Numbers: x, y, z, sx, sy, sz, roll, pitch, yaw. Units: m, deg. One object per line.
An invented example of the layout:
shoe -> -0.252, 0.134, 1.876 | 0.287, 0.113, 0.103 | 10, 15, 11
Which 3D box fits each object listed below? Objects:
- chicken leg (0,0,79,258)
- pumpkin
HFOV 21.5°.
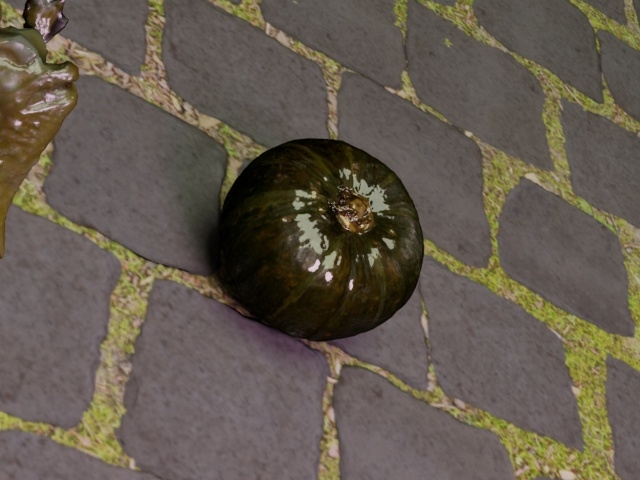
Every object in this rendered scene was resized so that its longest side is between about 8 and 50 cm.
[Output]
chicken leg -> -0.301, 0.009, 1.207 | 0.201, 0.429, 0.153 | 26, 11, -41
pumpkin -> 0.000, 0.000, 1.729 | 0.224, 0.157, 0.223 | 13, 60, -24
